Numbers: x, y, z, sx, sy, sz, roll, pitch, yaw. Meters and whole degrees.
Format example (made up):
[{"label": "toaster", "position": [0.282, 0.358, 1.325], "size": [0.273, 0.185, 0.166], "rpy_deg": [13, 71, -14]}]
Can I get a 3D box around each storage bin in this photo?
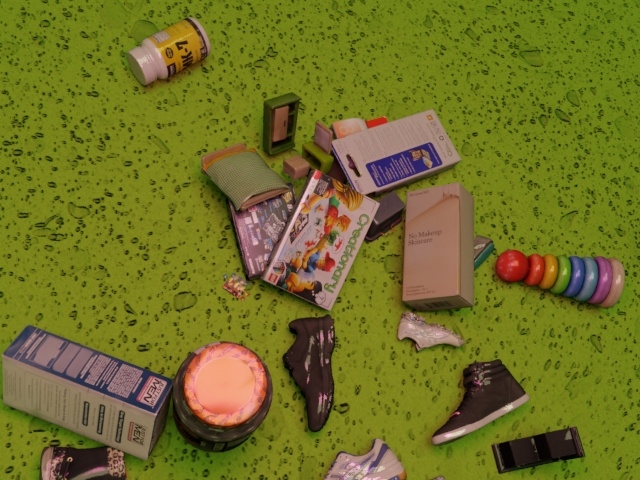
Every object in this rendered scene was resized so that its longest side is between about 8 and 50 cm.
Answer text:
[{"label": "storage bin", "position": [0.166, -0.065, 1.913], "size": [0.135, 0.091, 0.098], "rpy_deg": [-33, 79, -20]}]

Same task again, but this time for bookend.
[{"label": "bookend", "position": [0.523, 0.507, 1.724], "size": [0.156, 0.157, 0.072], "rpy_deg": [-6, 70, -15]}]

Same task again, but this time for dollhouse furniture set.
[{"label": "dollhouse furniture set", "position": [-0.134, -0.229, 1.801], "size": [0.301, 0.151, 0.197], "rpy_deg": [-26, 52, -33]}]

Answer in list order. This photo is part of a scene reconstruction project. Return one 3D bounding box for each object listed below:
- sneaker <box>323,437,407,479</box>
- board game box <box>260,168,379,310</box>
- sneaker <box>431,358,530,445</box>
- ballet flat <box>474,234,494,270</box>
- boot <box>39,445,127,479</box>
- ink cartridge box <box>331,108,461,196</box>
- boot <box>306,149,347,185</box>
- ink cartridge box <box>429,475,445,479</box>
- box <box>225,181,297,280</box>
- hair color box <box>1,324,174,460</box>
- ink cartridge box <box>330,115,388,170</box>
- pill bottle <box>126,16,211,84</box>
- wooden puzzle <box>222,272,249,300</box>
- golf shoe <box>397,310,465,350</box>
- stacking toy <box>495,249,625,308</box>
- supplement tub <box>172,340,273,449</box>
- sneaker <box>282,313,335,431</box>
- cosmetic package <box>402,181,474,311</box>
[{"label": "sneaker", "position": [0.047, 0.564, 1.648], "size": [0.296, 0.112, 0.131], "rpy_deg": [-19, 56, -20]}, {"label": "board game box", "position": [0.000, 0.000, 1.799], "size": [0.192, 0.053, 0.305], "rpy_deg": [26, 85, -16]}, {"label": "sneaker", "position": [0.368, 0.393, 1.772], "size": [0.295, 0.104, 0.147], "rpy_deg": [-21, 73, -25]}, {"label": "ballet flat", "position": [0.390, 0.067, 1.930], "size": [0.068, 0.072, 0.213], "rpy_deg": [28, 62, 31]}, {"label": "boot", "position": [-0.506, 0.554, 1.534], "size": [0.178, 0.085, 0.237], "rpy_deg": [-3, 69, -15]}, {"label": "ink cartridge box", "position": [0.202, -0.235, 1.972], "size": [0.370, 0.069, 0.176], "rpy_deg": [-20, 77, -29]}, {"label": "boot", "position": [0.052, -0.154, 1.930], "size": [0.106, 0.082, 0.219], "rpy_deg": [-32, 76, -18]}, {"label": "ink cartridge box", "position": [0.285, 0.625, 1.697], "size": [0.062, 0.029, 0.115], "rpy_deg": [-17, 73, -18]}, {"label": "box", "position": [-0.132, -0.025, 1.831], "size": [0.175, 0.051, 0.220], "rpy_deg": [-15, 86, -17]}, {"label": "hair color box", "position": [-0.505, 0.329, 1.551], "size": [0.347, 0.174, 0.105], "rpy_deg": [21, 39, 2]}, {"label": "ink cartridge box", "position": [0.134, -0.281, 2.018], "size": [0.179, 0.045, 0.146], "rpy_deg": [-17, 73, -15]}, {"label": "pill bottle", "position": [-0.416, -0.516, 1.957], "size": [0.208, 0.119, 0.119], "rpy_deg": [-35, 79, -21]}, {"label": "wooden puzzle", "position": [-0.214, 0.113, 1.810], "size": [0.083, 0.006, 0.049], "rpy_deg": [33, 66, 3]}, {"label": "golf shoe", "position": [0.280, 0.250, 1.838], "size": [0.176, 0.069, 0.086], "rpy_deg": [22, 86, 1]}, {"label": "stacking toy", "position": [0.639, 0.087, 1.940], "size": [0.330, 0.141, 0.141], "rpy_deg": [11, 67, 0]}, {"label": "supplement tub", "position": [-0.215, 0.338, 1.540], "size": [0.207, 0.338, 0.207], "rpy_deg": [4, 67, -10]}, {"label": "sneaker", "position": [-0.029, 0.319, 1.728], "size": [0.130, 0.109, 0.287], "rpy_deg": [1, 61, -1]}, {"label": "cosmetic package", "position": [0.309, 0.020, 1.859], "size": [0.160, 0.113, 0.310], "rpy_deg": [-11, 64, 31]}]
